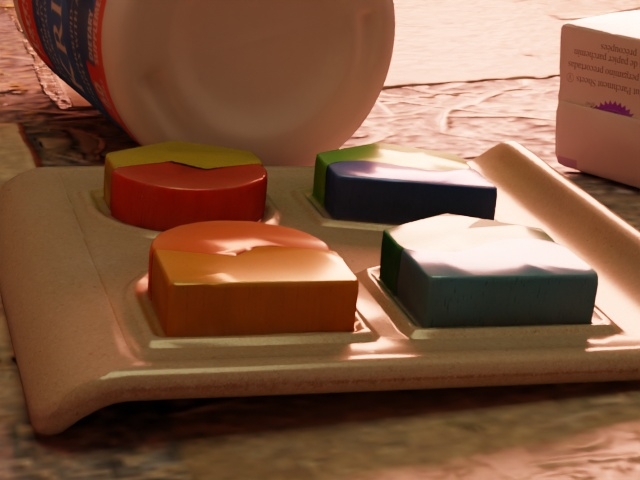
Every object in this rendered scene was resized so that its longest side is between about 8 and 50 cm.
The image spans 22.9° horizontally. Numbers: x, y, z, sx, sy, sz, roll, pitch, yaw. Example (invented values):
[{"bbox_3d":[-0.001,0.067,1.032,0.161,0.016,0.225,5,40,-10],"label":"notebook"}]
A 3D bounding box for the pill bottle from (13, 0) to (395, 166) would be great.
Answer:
[{"bbox_3d":[-0.067,-0.110,0.702,0.124,0.124,0.221,-8,21,-23],"label":"pill bottle"}]

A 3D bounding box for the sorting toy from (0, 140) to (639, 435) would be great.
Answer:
[{"bbox_3d":[0.000,0.000,0.523,0.208,0.038,0.193,-5,21,-14],"label":"sorting toy"}]

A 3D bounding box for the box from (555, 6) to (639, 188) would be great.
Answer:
[{"bbox_3d":[0.237,-0.088,0.732,0.324,0.063,0.067,-17,25,-39],"label":"box"}]
